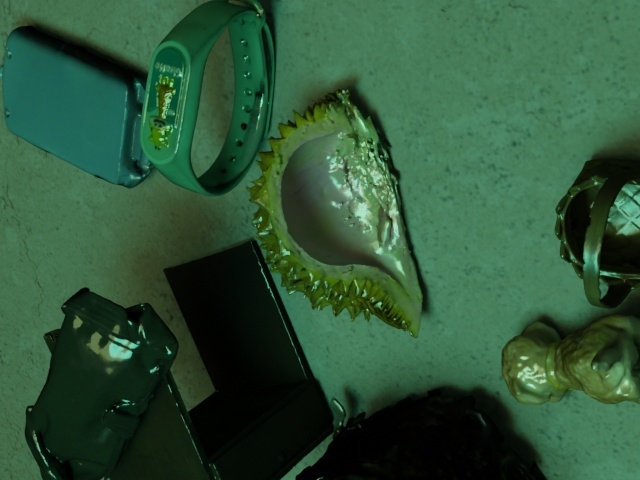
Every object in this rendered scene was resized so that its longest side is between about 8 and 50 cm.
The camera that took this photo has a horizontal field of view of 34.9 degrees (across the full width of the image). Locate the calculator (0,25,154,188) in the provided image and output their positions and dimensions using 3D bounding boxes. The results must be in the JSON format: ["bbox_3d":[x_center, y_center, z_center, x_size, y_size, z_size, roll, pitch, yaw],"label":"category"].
[{"bbox_3d":[-0.339,-0.183,1.406,0.293,0.051,0.173,26,123,22],"label":"calculator"}]

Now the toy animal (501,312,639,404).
[{"bbox_3d":[0.257,0.128,1.085,0.185,0.184,0.104,-1,84,41],"label":"toy animal"}]

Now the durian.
[{"bbox_3d":[-0.010,-0.010,1.247,0.195,0.185,0.305,1,121,57],"label":"durian"}]

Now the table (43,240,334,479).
[{"bbox_3d":[-0.161,0.184,1.327,0.196,0.250,0.282,-17,99,39],"label":"table"}]

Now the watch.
[{"bbox_3d":[-0.124,-0.168,1.189,0.068,0.195,0.237,19,109,27],"label":"watch"}]

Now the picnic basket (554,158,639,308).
[{"bbox_3d":[0.296,-0.008,0.992,0.137,0.178,0.128,4,113,31],"label":"picnic basket"}]

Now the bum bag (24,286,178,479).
[{"bbox_3d":[-0.269,0.177,1.196,0.142,0.079,0.326,36,120,8],"label":"bum bag"}]

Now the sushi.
[{"bbox_3d":[0.090,0.353,1.210,0.299,0.294,0.281,-16,104,38],"label":"sushi"}]
